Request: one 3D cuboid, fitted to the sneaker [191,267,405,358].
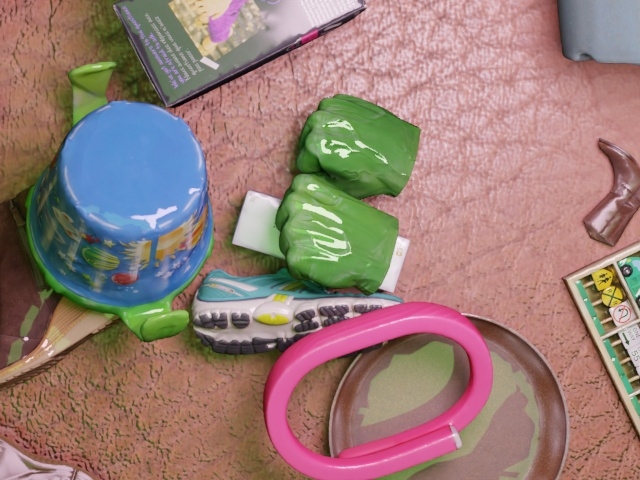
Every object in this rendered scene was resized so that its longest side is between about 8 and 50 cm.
[{"bbox_3d":[-0.024,0.077,1.770,0.275,0.110,0.107,3,138,3],"label":"sneaker"}]

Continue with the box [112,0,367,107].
[{"bbox_3d":[-0.098,-0.281,1.721,0.270,0.165,0.143,-27,95,0],"label":"box"}]

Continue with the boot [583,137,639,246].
[{"bbox_3d":[0.370,-0.061,1.821,0.106,0.037,0.114,39,96,-2],"label":"boot"}]

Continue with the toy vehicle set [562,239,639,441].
[{"bbox_3d":[0.447,0.132,1.833,0.166,0.035,0.267,-27,94,0],"label":"toy vehicle set"}]

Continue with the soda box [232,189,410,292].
[{"bbox_3d":[0.000,0.000,1.792,0.216,0.069,0.074,17,93,-2],"label":"soda box"}]

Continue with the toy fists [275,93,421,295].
[{"bbox_3d":[0.025,-0.061,1.723,0.142,0.096,0.279,25,56,-13],"label":"toy fists"}]

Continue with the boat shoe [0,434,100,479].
[{"bbox_3d":[-0.365,0.324,1.800,0.285,0.089,0.104,35,66,-6],"label":"boat shoe"}]

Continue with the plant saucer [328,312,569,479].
[{"bbox_3d":[0.165,0.245,1.824,0.311,0.050,0.310,0,93,-2],"label":"plant saucer"}]

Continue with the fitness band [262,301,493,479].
[{"bbox_3d":[0.073,0.189,1.732,0.291,0.054,0.209,-19,116,-1],"label":"fitness band"}]

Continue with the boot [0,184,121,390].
[{"bbox_3d":[-0.387,0.063,1.789,0.248,0.090,0.207,-32,82,1],"label":"boot"}]

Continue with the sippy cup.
[{"bbox_3d":[-0.230,-0.050,1.667,0.305,0.224,0.240,39,69,2],"label":"sippy cup"}]

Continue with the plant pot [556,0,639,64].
[{"bbox_3d":[0.413,-0.386,1.671,0.341,0.341,0.334,-4,102,-2],"label":"plant pot"}]
